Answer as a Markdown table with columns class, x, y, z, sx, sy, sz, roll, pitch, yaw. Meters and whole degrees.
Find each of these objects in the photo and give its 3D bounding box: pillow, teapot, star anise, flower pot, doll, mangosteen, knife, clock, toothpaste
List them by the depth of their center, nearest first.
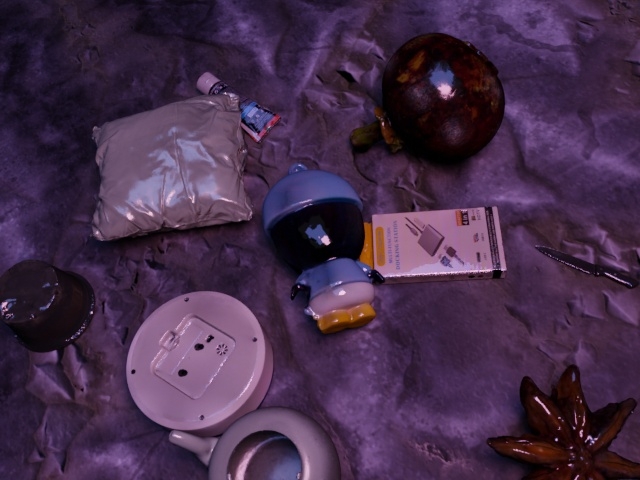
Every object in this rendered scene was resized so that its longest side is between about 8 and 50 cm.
| class | x | y | z | sx | sy | sz | roll | pitch | yaw |
| --- | --- | --- | --- | --- | --- | --- | --- | --- | --- |
| star anise | 0.338 | 0.306 | 0.888 | 0.272 | 0.102 | 0.272 | 5 | 72 | -15 |
| teapot | -0.068 | 0.336 | 0.910 | 0.294 | 0.129 | 0.193 | 14 | 67 | 16 |
| clock | -0.195 | 0.198 | 1.028 | 0.230 | 0.083 | 0.230 | -5 | 59 | 8 |
| knife | 0.440 | 0.042 | 1.052 | 0.170 | 0.010 | 0.023 | 24 | 63 | 21 |
| doll | 0.000 | 0.000 | 1.068 | 0.177 | 0.141 | 0.314 | -9 | 65 | -17 |
| flower pot | -0.493 | 0.105 | 1.107 | 0.157 | 0.107 | 0.157 | -4 | 62 | 8 |
| mangosteen | 0.184 | -0.230 | 1.135 | 0.289 | 0.231 | 0.231 | -36 | 58 | 27 |
| pillow | -0.282 | -0.131 | 1.178 | 0.310 | 0.138 | 0.283 | -13 | 62 | -1 |
| toothpaste | -0.173 | -0.274 | 1.292 | 0.193 | 0.045 | 0.071 | 37 | 82 | 17 |

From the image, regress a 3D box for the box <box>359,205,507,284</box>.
| class | x | y | z | sx | sy | sz | roll | pitch | yaw |
| --- | --- | --- | --- | --- | --- | --- | --- | --- | --- |
| box | 0.189 | 0.010 | 1.093 | 0.247 | 0.033 | 0.129 | -4 | 63 | 6 |
